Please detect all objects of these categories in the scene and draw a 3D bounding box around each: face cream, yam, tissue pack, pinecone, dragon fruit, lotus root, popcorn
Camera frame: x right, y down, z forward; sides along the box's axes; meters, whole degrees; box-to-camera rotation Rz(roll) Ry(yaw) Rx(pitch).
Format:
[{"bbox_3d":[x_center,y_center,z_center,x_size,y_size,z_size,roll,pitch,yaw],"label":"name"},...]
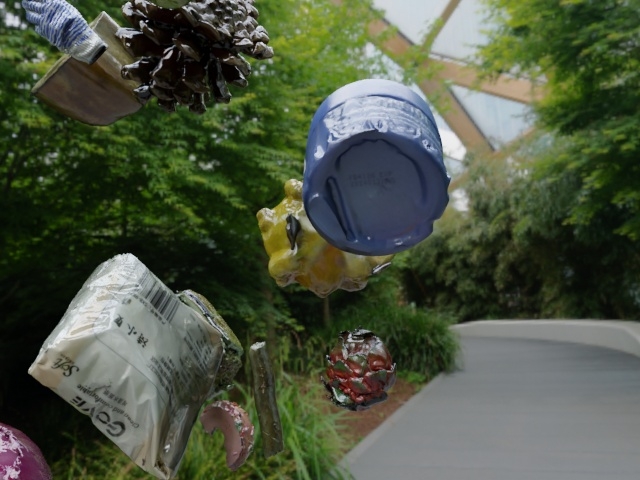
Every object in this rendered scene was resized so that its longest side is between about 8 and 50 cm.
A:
[{"bbox_3d":[0.095,-0.126,1.041,0.248,0.249,0.225,-5,37,5],"label":"face cream"},{"bbox_3d":[-0.154,0.448,1.688,0.067,0.318,0.071,-11,-18,-2],"label":"yam"},{"bbox_3d":[-0.369,0.242,1.237,0.195,0.375,0.390,-34,20,25],"label":"tissue pack"},{"bbox_3d":[-0.327,-0.457,1.454,0.383,0.385,0.384,-4,-6,0],"label":"pinecone"},{"bbox_3d":[0.092,0.306,1.405,0.182,0.189,0.182,17,1,0],"label":"dragon fruit"},{"bbox_3d":[-0.660,-0.477,1.735,0.316,0.316,0.250,-9,-35,37],"label":"lotus root"},{"bbox_3d":[0.000,0.000,1.416,0.297,0.316,0.281,-42,13,-16],"label":"popcorn"}]

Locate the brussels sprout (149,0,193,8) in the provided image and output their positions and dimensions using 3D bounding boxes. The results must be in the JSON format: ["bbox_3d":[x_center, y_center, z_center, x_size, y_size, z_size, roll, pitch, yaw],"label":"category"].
[{"bbox_3d":[-0.264,-0.507,0.997,0.161,0.224,0.223,-5,-6,35],"label":"brussels sprout"}]

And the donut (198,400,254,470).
[{"bbox_3d":[-0.206,0.432,1.381,0.065,0.166,0.117,2,-49,-55],"label":"donut"}]

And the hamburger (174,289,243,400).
[{"bbox_3d":[-0.309,0.284,1.575,0.167,0.288,0.192,-39,-26,-7],"label":"hamburger"}]

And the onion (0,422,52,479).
[{"bbox_3d":[-0.638,0.487,1.027,0.357,0.359,0.345,-5,-36,12],"label":"onion"}]

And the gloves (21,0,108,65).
[{"bbox_3d":[-0.605,-0.507,1.390,0.229,0.119,0.097,34,-24,-6],"label":"gloves"}]
